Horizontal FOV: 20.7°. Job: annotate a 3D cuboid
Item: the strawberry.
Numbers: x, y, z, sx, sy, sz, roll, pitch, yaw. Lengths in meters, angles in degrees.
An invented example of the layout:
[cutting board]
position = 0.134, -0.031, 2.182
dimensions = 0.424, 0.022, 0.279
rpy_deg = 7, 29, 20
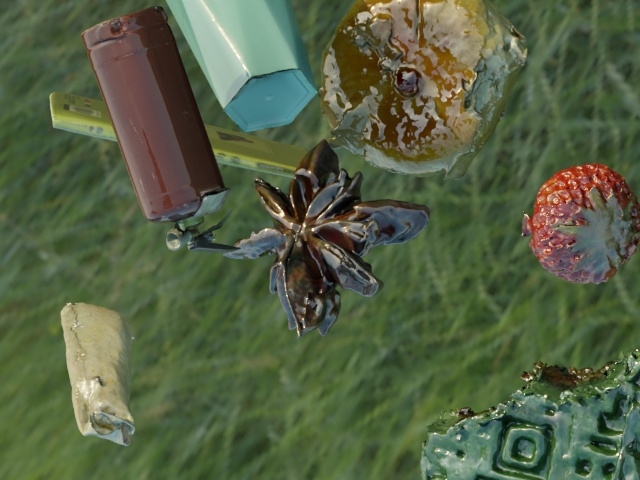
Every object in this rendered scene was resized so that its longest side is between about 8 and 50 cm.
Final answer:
[strawberry]
position = 0.306, -0.018, 1.985
dimensions = 0.145, 0.145, 0.086
rpy_deg = 47, 171, -19

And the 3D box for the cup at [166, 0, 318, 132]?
[cup]
position = -0.088, -0.247, 1.992
dimensions = 0.148, 0.134, 0.236
rpy_deg = 95, 156, -53

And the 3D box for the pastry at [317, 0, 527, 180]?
[pastry]
position = 0.112, -0.199, 2.089
dimensions = 0.236, 0.121, 0.257
rpy_deg = 32, 106, 20

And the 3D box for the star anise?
[star anise]
position = -0.004, 0.002, 2.034
dimensions = 0.283, 0.212, 0.129
rpy_deg = 35, -178, 42

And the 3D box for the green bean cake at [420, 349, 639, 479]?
[green bean cake]
position = 0.185, 0.167, 1.450
dimensions = 0.208, 0.107, 0.193
rpy_deg = 13, 103, 28

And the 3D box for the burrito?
[burrito]
position = -0.249, 0.155, 1.993
dimensions = 0.087, 0.226, 0.060
rpy_deg = 10, 122, -17

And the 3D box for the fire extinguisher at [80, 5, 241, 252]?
[fire extinguisher]
position = -0.159, -0.105, 1.834
dimensions = 0.105, 0.105, 0.269
rpy_deg = -17, 94, 47

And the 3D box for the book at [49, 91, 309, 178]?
[book]
position = -0.173, -0.128, 2.222
dimensions = 0.352, 0.035, 0.239
rpy_deg = 13, -173, -10
